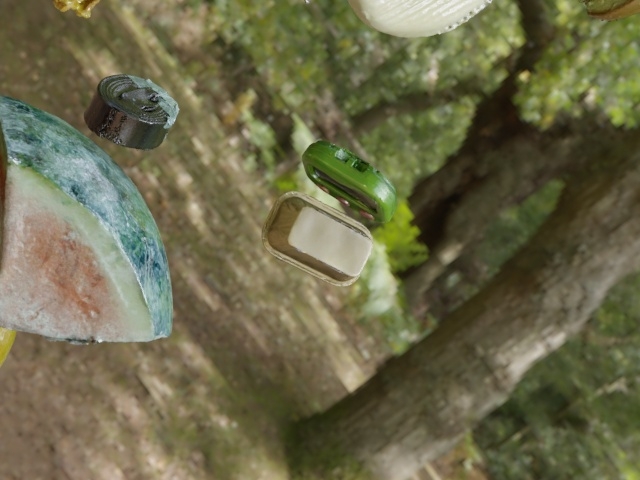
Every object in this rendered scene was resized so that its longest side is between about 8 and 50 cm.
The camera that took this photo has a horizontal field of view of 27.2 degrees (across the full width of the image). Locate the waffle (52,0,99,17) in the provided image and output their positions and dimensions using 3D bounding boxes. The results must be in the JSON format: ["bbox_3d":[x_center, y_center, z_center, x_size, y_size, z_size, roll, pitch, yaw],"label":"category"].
[{"bbox_3d":[-0.348,-0.487,2.215,0.253,0.249,0.056,-11,44,-37],"label":"waffle"}]

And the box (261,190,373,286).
[{"bbox_3d":[0.000,0.000,2.025,0.177,0.111,0.111,28,11,-17],"label":"box"}]

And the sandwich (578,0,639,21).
[{"bbox_3d":[0.427,-0.342,1.600,0.088,0.244,0.090,76,-5,-71],"label":"sandwich"}]

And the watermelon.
[{"bbox_3d":[-0.332,0.018,1.639,0.387,0.258,0.228,54,12,-29],"label":"watermelon"}]

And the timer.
[{"bbox_3d":[0.042,-0.080,1.790,0.140,0.047,0.128,32,-12,13],"label":"timer"}]

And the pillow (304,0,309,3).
[{"bbox_3d":[-0.032,-0.520,2.246,0.141,0.055,0.208,44,50,-35],"label":"pillow"}]

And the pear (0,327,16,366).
[{"bbox_3d":[-0.506,0.115,1.763,0.200,0.200,0.200,53,3,-4],"label":"pear"}]

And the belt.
[{"bbox_3d":[-0.339,-0.235,2.413,0.151,0.078,0.198,33,25,6],"label":"belt"}]

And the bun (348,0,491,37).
[{"bbox_3d":[0.129,-0.395,1.656,0.146,0.287,0.287,48,-1,40],"label":"bun"}]
